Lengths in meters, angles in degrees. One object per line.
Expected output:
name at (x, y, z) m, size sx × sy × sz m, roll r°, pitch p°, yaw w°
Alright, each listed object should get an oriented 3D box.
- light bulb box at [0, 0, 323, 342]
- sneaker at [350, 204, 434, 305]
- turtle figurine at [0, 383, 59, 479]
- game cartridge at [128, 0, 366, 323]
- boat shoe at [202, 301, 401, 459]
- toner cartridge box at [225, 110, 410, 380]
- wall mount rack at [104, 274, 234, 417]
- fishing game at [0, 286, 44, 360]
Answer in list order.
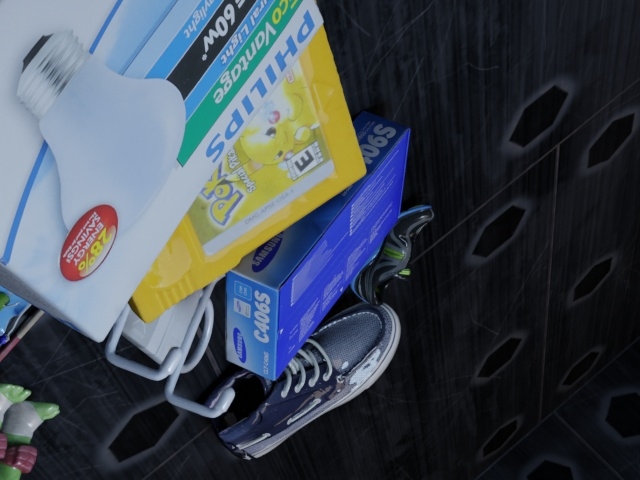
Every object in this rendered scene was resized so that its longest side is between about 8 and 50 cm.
light bulb box at (-0.217, -0.165, 1.028) m, size 0.358 × 0.225 × 0.361 m, roll -57°, pitch 156°, yaw -11°
sneaker at (0.121, 0.023, 2.045) m, size 0.067 × 0.078 × 0.188 m, roll 0°, pitch 129°, yaw -56°
turtle figurine at (-0.347, 0.310, 1.556) m, size 0.198 × 0.266 × 0.275 m, roll 22°, pitch 155°, yaw -37°
game cartridge at (-0.113, -0.098, 1.460) m, size 0.324 × 0.053 × 0.285 m, roll -36°, pitch 133°, yaw -19°
boat shoe at (-0.028, 0.205, 2.034) m, size 0.340 × 0.127 × 0.158 m, roll -41°, pitch 158°, yaw 0°
toner cartridge box at (0.000, 0.000, 1.689) m, size 0.348 × 0.075 × 0.165 m, roll -51°, pitch 154°, yaw -41°
wall mount rack at (-0.138, 0.050, 1.668) m, size 0.350 × 0.130 × 0.304 m, roll 54°, pitch 55°, yaw -65°
fishing game at (-0.383, 0.079, 1.445) m, size 0.189 × 0.041 × 0.264 m, roll -47°, pitch 154°, yaw 11°
